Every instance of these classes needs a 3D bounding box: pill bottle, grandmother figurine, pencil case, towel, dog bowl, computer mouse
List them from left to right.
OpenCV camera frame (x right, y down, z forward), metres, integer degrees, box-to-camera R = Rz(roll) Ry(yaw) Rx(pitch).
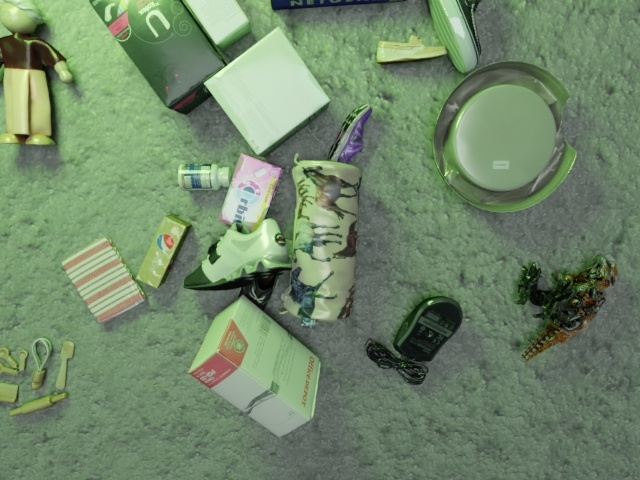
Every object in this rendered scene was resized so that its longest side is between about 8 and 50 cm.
[{"bbox_3d":[-0.689,-0.399,1.004,0.208,0.104,0.342,-1,102,-10],"label":"grandmother figurine"},{"bbox_3d":[-0.565,0.104,1.125,0.144,0.029,0.197,-28,96,3],"label":"towel"},{"bbox_3d":[-0.285,-0.157,1.068,0.120,0.067,0.067,-1,99,-1],"label":"pill bottle"},{"bbox_3d":[0.000,0.000,1.055,0.184,0.160,0.409,1,100,-18],"label":"pencil case"},{"bbox_3d":[0.264,0.246,1.153,0.189,0.072,0.272,33,109,-8],"label":"computer mouse"},{"bbox_3d":[0.437,-0.247,1.056,0.349,0.102,0.348,0,99,-1],"label":"dog bowl"}]

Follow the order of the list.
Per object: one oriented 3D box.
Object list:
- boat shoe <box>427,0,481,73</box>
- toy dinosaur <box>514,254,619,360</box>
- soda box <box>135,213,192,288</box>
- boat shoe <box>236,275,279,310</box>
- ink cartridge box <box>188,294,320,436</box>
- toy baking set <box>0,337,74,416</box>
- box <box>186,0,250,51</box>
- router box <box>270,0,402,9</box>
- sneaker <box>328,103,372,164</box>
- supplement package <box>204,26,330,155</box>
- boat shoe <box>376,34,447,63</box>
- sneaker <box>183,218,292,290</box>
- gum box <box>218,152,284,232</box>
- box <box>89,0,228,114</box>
[{"bbox_3d":[0.317,-0.564,0.990,0.119,0.121,0.335,-21,98,5],"label":"boat shoe"},{"bbox_3d":[0.638,0.175,1.114,0.218,0.164,0.321,32,75,-22],"label":"toy dinosaur"},{"bbox_3d":[-0.400,0.027,1.100,0.061,0.058,0.181,27,97,-6],"label":"soda box"},{"bbox_3d":[-0.162,0.124,1.113,0.084,0.079,0.233,28,100,-7],"label":"boat shoe"},{"bbox_3d":[-0.146,0.304,1.047,0.117,0.207,0.283,-39,108,24],"label":"ink cartridge box"},{"bbox_3d":[-0.774,0.367,1.158,0.256,0.030,0.196,-14,99,1],"label":"toy baking set"},{"bbox_3d":[-0.243,-0.532,0.966,0.091,0.130,0.170,-35,108,4],"label":"box"},{"bbox_3d":[0.035,-0.708,0.979,0.336,0.082,0.300,-4,100,-1],"label":"router box"},{"bbox_3d":[0.083,-0.258,1.074,0.071,0.068,0.169,24,107,-20],"label":"sneaker"},{"bbox_3d":[-0.116,-0.333,1.002,0.203,0.149,0.194,-36,98,4],"label":"supplement package"},{"bbox_3d":[0.219,-0.462,1.034,0.170,0.063,0.059,-5,105,0],"label":"boat shoe"},{"bbox_3d":[-0.211,0.039,1.054,0.331,0.122,0.146,-19,74,30],"label":"sneaker"},{"bbox_3d":[-0.175,-0.112,1.080,0.107,0.062,0.188,20,98,-4],"label":"gum box"},{"bbox_3d":[-0.349,-0.451,0.980,0.165,0.143,0.270,-35,99,5],"label":"box"}]
